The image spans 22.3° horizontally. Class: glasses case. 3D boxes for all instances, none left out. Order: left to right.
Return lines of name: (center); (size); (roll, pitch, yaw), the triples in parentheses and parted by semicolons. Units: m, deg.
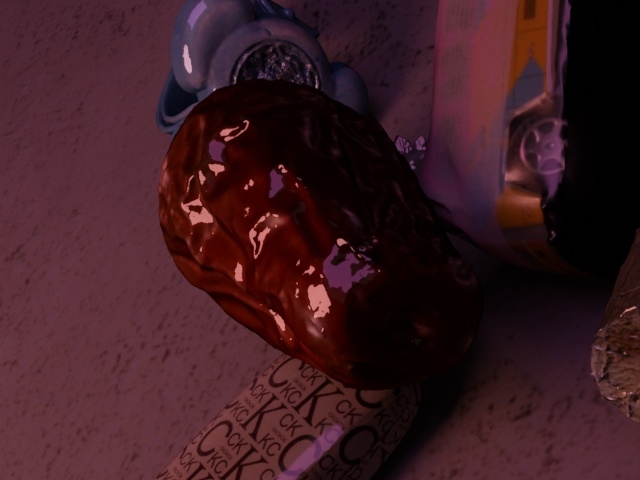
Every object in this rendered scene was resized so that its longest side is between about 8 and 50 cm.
glasses case: (-0.062, 0.212, 1.334); (0.355, 0.085, 0.137); (-46, 38, -7)

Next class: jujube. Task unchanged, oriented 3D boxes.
jujube: (0.000, 0.000, 1.300); (0.216, 0.216, 0.342); (-46, 38, -4)

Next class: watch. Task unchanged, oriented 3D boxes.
watch: (-0.082, -0.149, 1.590); (0.211, 0.211, 0.193); (-50, 23, -8)

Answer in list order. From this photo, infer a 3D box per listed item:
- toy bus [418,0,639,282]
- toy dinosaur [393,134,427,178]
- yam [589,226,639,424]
toy bus: (0.189, -0.158, 1.335); (0.162, 0.171, 0.386); (-4, 77, 46)
toy dinosaur: (0.054, -0.040, 1.483); (0.209, 0.039, 0.082); (-38, 40, -7)
yam: (0.300, 0.013, 1.184); (0.154, 0.154, 0.254); (10, 62, 41)
